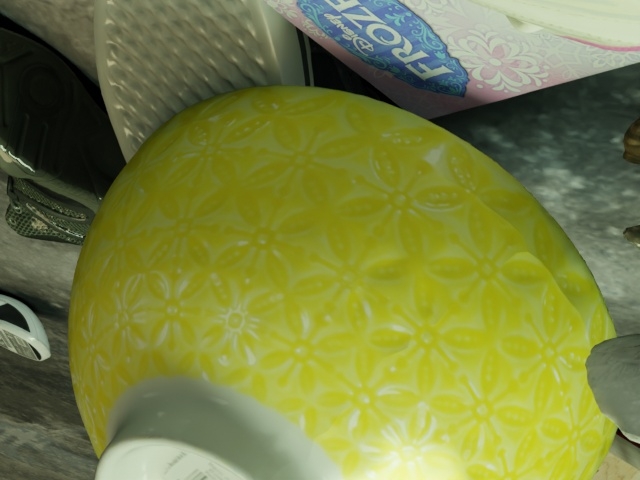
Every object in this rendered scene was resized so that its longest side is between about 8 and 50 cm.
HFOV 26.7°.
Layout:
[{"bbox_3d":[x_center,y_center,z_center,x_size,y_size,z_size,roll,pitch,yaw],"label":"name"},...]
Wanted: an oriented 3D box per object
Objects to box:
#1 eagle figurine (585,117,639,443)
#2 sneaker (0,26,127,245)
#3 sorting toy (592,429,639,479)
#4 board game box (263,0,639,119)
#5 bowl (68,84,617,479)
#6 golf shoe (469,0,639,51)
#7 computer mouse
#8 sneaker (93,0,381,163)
[{"bbox_3d":[0.260,0.038,0.613,0.225,0.226,0.298,-16,137,25],"label":"eagle figurine"},{"bbox_3d":[-0.193,-0.058,0.907,0.130,0.087,0.227,-6,152,36],"label":"sneaker"},{"bbox_3d":[0.231,0.255,1.149,0.255,0.089,0.257,32,128,-16],"label":"sorting toy"},{"bbox_3d":[0.041,-0.176,0.466,0.319,0.065,0.318,34,154,-29],"label":"board game box"},{"bbox_3d":[-0.018,0.086,0.646,0.290,0.156,0.289,17,131,21],"label":"bowl"},{"bbox_3d":[0.038,-0.106,0.399,0.306,0.115,0.140,10,158,25],"label":"golf shoe"},{"bbox_3d":[-0.355,0.070,1.400,0.193,0.042,0.106,21,154,14],"label":"computer mouse"},{"bbox_3d":[-0.031,-0.061,0.740,0.126,0.127,0.321,19,134,28],"label":"sneaker"}]
